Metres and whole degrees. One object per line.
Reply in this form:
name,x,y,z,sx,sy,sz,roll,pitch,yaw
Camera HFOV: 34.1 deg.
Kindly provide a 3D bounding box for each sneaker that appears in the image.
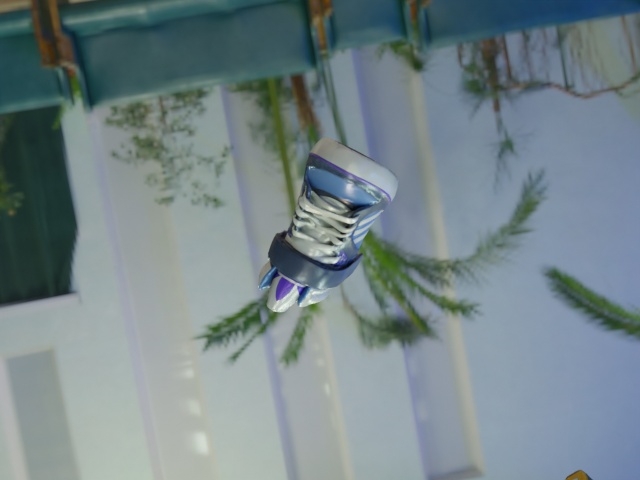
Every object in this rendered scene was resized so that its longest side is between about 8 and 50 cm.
sneaker,0.000,0.000,1.486,0.130,0.236,0.323,28,173,3

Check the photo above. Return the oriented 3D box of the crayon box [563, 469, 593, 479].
crayon box,0.207,0.387,0.905,0.203,0.083,0.323,-35,-147,19
